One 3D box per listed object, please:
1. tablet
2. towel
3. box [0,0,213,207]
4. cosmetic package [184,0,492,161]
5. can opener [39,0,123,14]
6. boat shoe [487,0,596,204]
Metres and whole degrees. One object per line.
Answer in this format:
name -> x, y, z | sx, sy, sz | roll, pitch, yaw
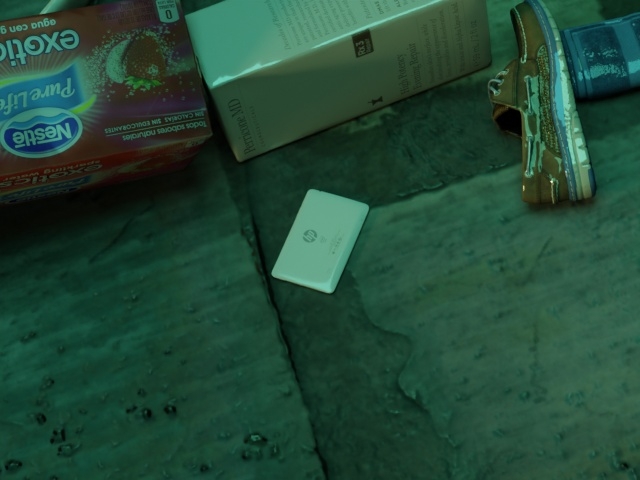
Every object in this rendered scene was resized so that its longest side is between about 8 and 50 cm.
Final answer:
tablet -> 0.000, 0.000, 1.402 | 0.054, 0.006, 0.083 | 16, 65, 17
towel -> 0.257, -0.154, 1.430 | 0.119, 0.029, 0.067 | -12, 62, 2
box -> -0.226, -0.100, 1.373 | 0.256, 0.128, 0.123 | -12, 83, -15
cosmetic package -> 0.016, -0.160, 1.423 | 0.231, 0.117, 0.085 | -23, 60, -2
can opener -> -0.233, -0.143, 1.478 | 0.093, 0.074, 0.280 | 33, 72, 22
boat shoe -> 0.168, -0.113, 1.402 | 0.066, 0.066, 0.183 | -12, 61, 4
